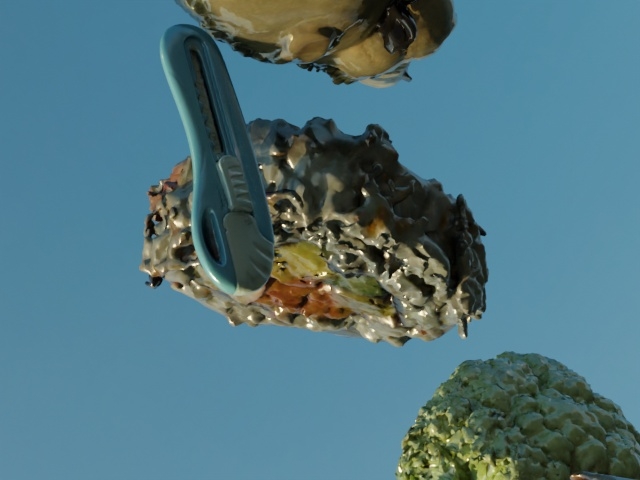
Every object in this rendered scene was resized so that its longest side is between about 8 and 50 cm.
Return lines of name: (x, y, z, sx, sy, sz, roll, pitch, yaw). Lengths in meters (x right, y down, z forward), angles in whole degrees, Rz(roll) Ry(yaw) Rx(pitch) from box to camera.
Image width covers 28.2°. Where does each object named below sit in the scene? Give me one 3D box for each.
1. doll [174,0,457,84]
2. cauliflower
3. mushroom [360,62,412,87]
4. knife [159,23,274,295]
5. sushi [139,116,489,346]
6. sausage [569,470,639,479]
doll: (-0.001, -0.254, 1.148, 0.247, 0.247, 0.349, -54, -19, 1)
cauliflower: (0.156, 0.232, 1.049, 0.250, 0.275, 0.272, -28, -1, 18)
mushroom: (0.013, -0.291, 1.599, 0.212, 0.292, 0.217, -9, -95, -19)
knife: (-0.077, -0.064, 0.941, 0.064, 0.222, 0.031, -5, -21, -27)
sushi: (0.001, -0.001, 1.433, 0.417, 0.417, 0.176, 36, -121, -52)
sausage: (0.214, 0.121, 0.520, 0.302, 0.103, 0.076, -4, -24, -36)
